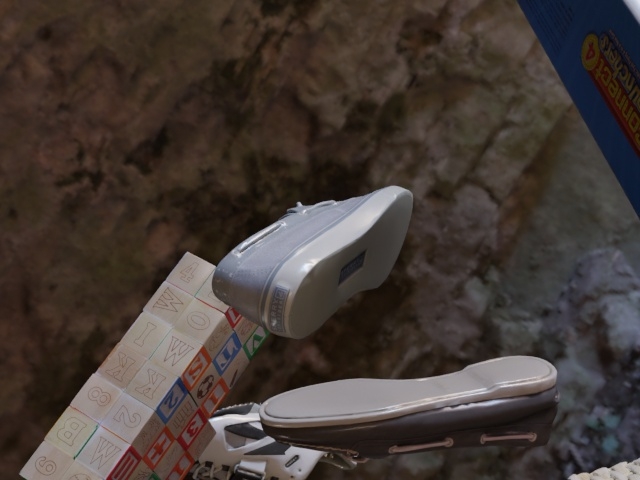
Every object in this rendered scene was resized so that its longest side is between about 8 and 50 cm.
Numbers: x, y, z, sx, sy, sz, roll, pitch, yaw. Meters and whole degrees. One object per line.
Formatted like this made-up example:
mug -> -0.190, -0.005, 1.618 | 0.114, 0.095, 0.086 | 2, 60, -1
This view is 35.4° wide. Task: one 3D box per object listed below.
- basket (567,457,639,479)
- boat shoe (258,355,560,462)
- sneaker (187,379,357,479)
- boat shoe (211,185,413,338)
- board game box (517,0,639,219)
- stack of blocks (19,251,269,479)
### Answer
basket -> 0.512, 0.420, 1.231 | 0.331, 0.328, 0.267 | -149, 45, -84
boat shoe -> 0.103, 0.200, 1.083 | 0.112, 0.335, 0.096 | -135, 40, -72
sneaker -> -0.094, 0.299, 1.373 | 0.122, 0.330, 0.146 | 128, 128, -62
boat shoe -> 0.000, 0.001, 0.741 | 0.227, 0.081, 0.079 | -32, -42, -58
board game box -> 0.310, -0.138, 0.671 | 0.086, 0.301, 0.308 | 103, 160, -45
stack of blocks -> -0.180, 0.183, 1.120 | 0.297, 0.087, 0.171 | -55, -24, -21
